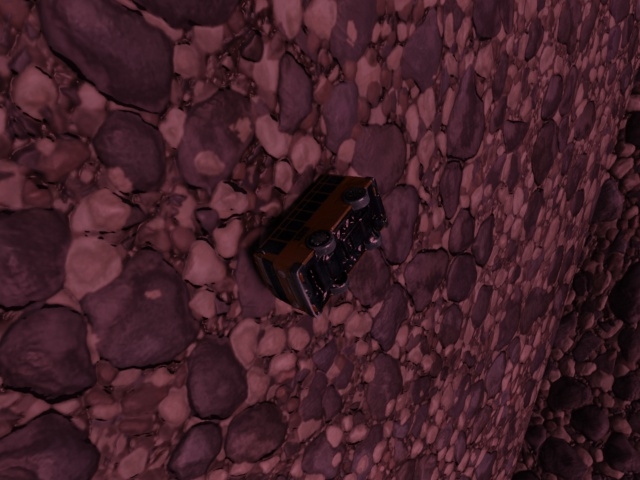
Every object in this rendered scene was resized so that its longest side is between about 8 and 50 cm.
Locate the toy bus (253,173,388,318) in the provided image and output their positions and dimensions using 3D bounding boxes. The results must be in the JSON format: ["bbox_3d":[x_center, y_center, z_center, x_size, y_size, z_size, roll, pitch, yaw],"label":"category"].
[{"bbox_3d":[0.000,0.000,0.708,0.182,0.103,0.091,-51,136,-32],"label":"toy bus"}]
